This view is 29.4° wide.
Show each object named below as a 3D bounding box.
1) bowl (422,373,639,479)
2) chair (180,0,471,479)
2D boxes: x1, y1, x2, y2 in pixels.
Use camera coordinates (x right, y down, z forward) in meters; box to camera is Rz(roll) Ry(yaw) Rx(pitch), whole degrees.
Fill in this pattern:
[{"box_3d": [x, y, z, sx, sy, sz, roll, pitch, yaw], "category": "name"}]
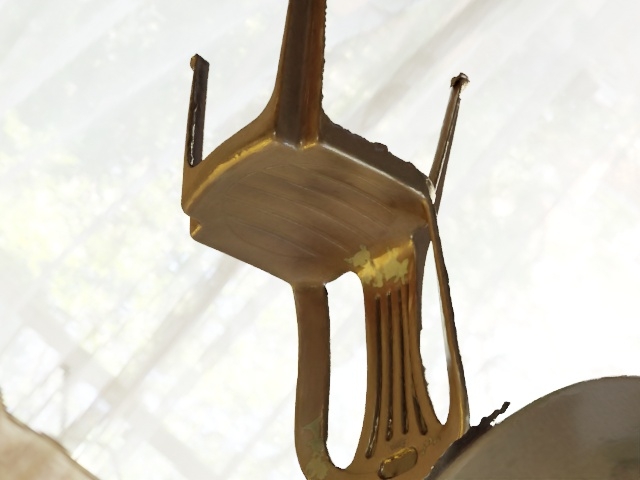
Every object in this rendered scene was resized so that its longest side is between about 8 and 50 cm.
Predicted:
[{"box_3d": [0.143, 0.209, 0.328, 0.157, 0.345, 0.345, -3, 154, 44], "category": "bowl"}, {"box_3d": [0.000, 0.000, 0.846, 0.183, 0.176, 0.326, 27, -130, -28], "category": "chair"}]
